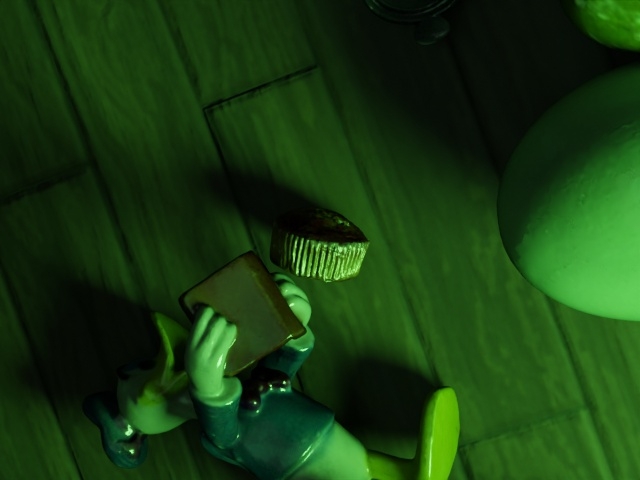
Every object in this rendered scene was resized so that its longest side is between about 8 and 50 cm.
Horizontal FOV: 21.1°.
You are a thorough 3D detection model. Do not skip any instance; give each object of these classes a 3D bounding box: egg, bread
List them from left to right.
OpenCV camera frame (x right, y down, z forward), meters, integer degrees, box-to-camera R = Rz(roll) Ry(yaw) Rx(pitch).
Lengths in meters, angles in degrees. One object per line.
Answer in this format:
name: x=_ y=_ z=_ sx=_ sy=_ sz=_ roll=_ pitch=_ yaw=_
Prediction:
bread: x=0.000 y=0.000 z=1.474 sx=0.085 sy=0.085 sz=0.053 roll=18 pitch=107 yaw=15
egg: x=0.273 y=-0.042 z=1.316 sx=0.283 sy=0.203 sz=0.203 roll=-18 pitch=92 yaw=14

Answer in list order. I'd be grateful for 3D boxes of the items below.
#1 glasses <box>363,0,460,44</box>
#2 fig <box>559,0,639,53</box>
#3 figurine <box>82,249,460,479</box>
glasses: x=-0.006 y=-0.264 z=1.350 sx=0.234 sy=0.268 sz=0.118 roll=20 pitch=85 yaw=16
fig: x=0.311 y=-0.279 z=1.303 sx=0.314 sy=0.233 sz=0.233 roll=-33 pitch=86 yaw=-25
figurine: x=-0.078 y=0.146 z=1.470 sx=0.338 sy=0.204 sz=0.283 roll=0 pitch=123 yaw=30
